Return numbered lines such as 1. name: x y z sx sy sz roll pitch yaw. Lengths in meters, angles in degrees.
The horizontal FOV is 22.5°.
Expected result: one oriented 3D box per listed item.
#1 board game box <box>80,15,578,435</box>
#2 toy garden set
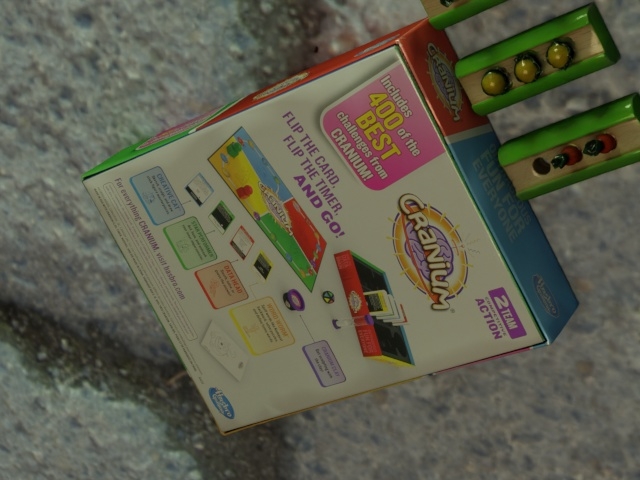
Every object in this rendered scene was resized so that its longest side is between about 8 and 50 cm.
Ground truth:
1. board game box: 0.000 0.000 1.203 0.316 0.064 0.242 -19 104 36
2. toy garden set: 0.159 -0.156 1.038 0.203 0.049 0.244 -20 104 36
